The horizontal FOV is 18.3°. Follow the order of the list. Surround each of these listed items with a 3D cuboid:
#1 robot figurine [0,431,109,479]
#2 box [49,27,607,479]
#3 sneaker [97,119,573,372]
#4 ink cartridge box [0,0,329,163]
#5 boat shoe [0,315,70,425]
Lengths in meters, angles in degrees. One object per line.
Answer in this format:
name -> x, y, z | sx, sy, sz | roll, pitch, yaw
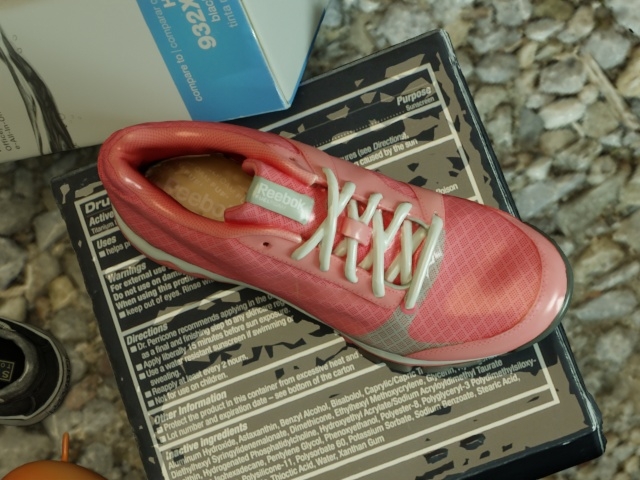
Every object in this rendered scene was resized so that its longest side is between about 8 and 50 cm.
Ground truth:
robot figurine -> -0.203, 0.251, 1.414 | 0.128, 0.158, 0.219 | 31, 85, -18
box -> 0.010, 0.055, 1.384 | 0.296, 0.183, 0.294 | -21, 76, 5
sneaker -> -0.001, 0.000, 1.235 | 0.314, 0.136, 0.116 | 16, 81, 13
ink cartridge box -> -0.158, -0.177, 1.408 | 0.307, 0.129, 0.223 | -9, 37, 22
boat shoe -> -0.342, 0.081, 1.487 | 0.301, 0.102, 0.108 | 10, 81, 12
